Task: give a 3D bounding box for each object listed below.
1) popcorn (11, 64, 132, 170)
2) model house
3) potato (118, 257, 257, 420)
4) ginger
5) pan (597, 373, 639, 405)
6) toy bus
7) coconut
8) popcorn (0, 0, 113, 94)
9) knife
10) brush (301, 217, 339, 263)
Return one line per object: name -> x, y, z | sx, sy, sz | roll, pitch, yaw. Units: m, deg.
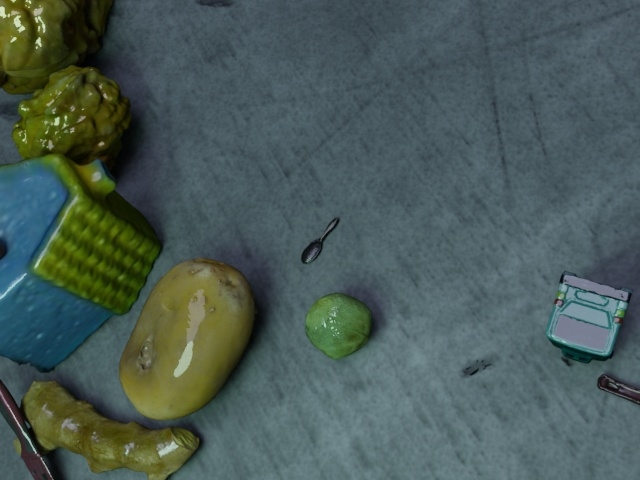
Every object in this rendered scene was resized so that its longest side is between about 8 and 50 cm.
popcorn -> -0.394, -0.186, 1.188 | 0.197, 0.155, 0.198 | -20, 54, 29
model house -> -0.391, 0.018, 1.059 | 0.303, 0.237, 0.215 | -35, 64, 3
potato -> -0.178, 0.137, 1.004 | 0.234, 0.146, 0.150 | -63, 21, 3
ginger -> -0.308, 0.271, 1.034 | 0.298, 0.065, 0.118 | 6, 91, 22
pan -> 0.425, 0.199, 0.841 | 0.212, 0.040, 0.115 | 23, 74, 23
toy bus -> 0.309, 0.094, 0.854 | 0.079, 0.160, 0.092 | 17, 86, 22
coconut -> 0.027, 0.114, 0.976 | 0.088, 0.096, 0.088 | -41, 30, 30
popcorn -> -0.484, -0.372, 1.235 | 0.225, 0.265, 0.332 | 33, 43, 8
knife -> -0.414, 0.295, 1.038 | 0.035, 0.018, 0.247 | -32, 84, 23
brush -> 0.000, 0.000, 1.066 | 0.024, 0.008, 0.083 | 37, 85, 29
